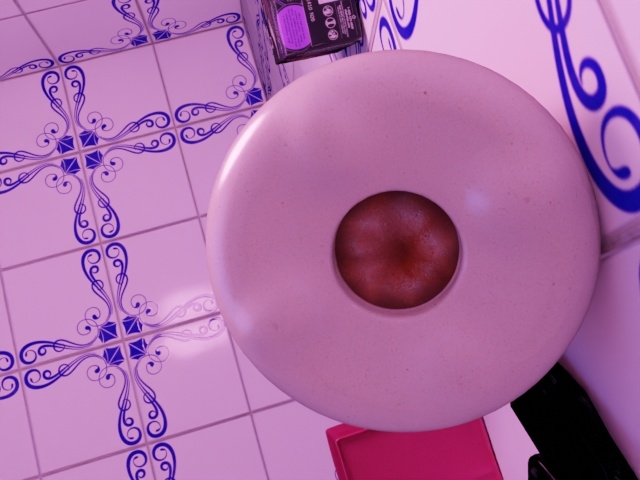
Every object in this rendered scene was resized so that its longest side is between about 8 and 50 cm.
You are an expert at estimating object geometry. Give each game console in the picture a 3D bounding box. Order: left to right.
[{"bbox_3d":[0.284,0.299,0.822,0.213,0.044,0.361,-114,9,-55],"label":"game console"}]

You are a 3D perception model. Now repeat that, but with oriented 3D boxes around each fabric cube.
[{"bbox_3d":[0.169,0.432,1.262,0.258,0.254,0.259,110,144,-77],"label":"fabric cube"}]

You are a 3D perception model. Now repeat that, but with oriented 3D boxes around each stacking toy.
[{"bbox_3d":[0.090,-0.036,0.820,0.480,0.351,0.350,-65,-39,-75],"label":"stacking toy"}]

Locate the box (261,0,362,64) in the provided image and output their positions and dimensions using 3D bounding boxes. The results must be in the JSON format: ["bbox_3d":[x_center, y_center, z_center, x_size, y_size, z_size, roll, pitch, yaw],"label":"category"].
[{"bbox_3d":[-0.027,-0.433,1.341,0.270,0.143,0.165,-127,24,-76],"label":"box"}]
